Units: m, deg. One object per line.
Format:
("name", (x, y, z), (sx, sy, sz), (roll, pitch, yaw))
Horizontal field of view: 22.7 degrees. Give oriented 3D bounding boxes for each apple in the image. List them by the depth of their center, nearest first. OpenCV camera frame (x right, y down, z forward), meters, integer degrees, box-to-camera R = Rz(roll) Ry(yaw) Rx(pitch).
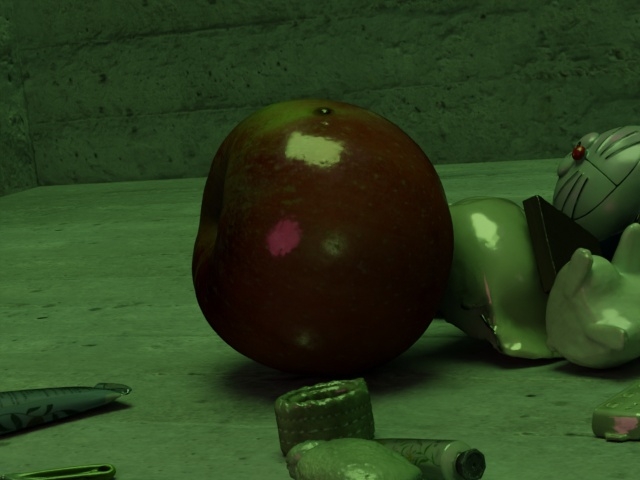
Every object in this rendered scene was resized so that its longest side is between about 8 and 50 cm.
("apple", (0.000, 0.000, 1.930), (0.277, 0.348, 0.348), (10, 5, -14))

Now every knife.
("knife", (-0.300, 0.245, 1.620), (0.184, 0.026, 0.022), (-5, 49, -5))

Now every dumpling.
("dumpling", (0.242, 0.051, 1.994), (0.227, 0.243, 0.175), (5, -20, -28))

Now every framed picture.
("framed picture", (0.308, 0.029, 1.956), (0.023, 0.128, 0.168), (-25, -32, 27))

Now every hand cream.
("hand cream", (0.081, 0.206, 1.528), (0.067, 0.042, 0.194), (-16, 9, -37))
("hand cream", (-0.350, 0.194, 1.866), (0.256, 0.055, 0.088), (-11, 2, -34))

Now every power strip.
("power strip", (0.360, 0.157, 1.652), (0.060, 0.027, 0.252), (1, 12, 37))

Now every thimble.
("thimble", (0.008, 0.182, 1.646), (0.110, 0.062, 0.084), (-13, 10, -35))

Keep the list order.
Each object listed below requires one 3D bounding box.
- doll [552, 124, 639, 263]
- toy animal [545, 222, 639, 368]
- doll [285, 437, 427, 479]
("doll", (0.439, -0.032, 2.138), (0.240, 0.284, 0.310), (39, 0, -32))
("toy animal", (0.394, 0.060, 1.860), (0.282, 0.140, 0.138), (-17, -31, -25))
("doll", (0.037, 0.214, 1.409), (0.103, 0.071, 0.214), (-13, 15, -26))
